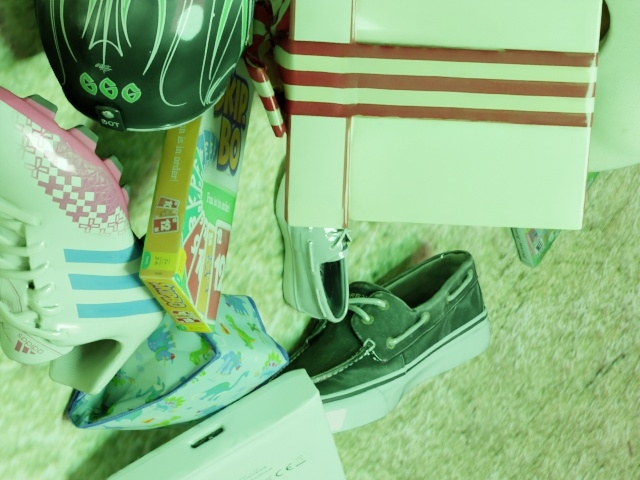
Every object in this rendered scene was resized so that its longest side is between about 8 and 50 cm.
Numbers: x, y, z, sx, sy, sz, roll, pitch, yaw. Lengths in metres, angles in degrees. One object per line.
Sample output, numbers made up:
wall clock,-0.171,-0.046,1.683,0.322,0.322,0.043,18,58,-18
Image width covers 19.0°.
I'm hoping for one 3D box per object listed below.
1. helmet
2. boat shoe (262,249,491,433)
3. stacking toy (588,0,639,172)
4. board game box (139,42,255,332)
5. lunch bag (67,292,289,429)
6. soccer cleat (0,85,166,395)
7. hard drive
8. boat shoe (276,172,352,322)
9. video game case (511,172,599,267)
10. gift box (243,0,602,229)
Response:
helmet,-0.122,-0.177,1.336,0.169,0.169,0.161,-39,148,-39
boat shoe,0.042,0.096,1.880,0.335,0.121,0.119,-27,112,-48
stacking toy,0.262,-0.323,1.791,0.480,0.351,0.350,-62,156,-45
board game box,-0.091,-0.070,1.487,0.124,0.039,0.259,63,31,-66
lunch bag,-0.126,0.110,1.615,0.151,0.096,0.129,-42,156,18
soccer cleat,-0.200,0.009,1.389,0.143,0.116,0.331,-60,151,-17
hard drive,-0.073,0.245,1.739,0.203,0.040,0.307,-30,150,-9
boat shoe,0.000,0.000,1.764,0.066,0.063,0.184,-35,139,-43
video game case,0.277,-0.100,2.183,0.212,0.023,0.193,-54,149,-20
gift box,0.074,-0.168,1.474,0.255,0.258,0.276,-87,177,-75
